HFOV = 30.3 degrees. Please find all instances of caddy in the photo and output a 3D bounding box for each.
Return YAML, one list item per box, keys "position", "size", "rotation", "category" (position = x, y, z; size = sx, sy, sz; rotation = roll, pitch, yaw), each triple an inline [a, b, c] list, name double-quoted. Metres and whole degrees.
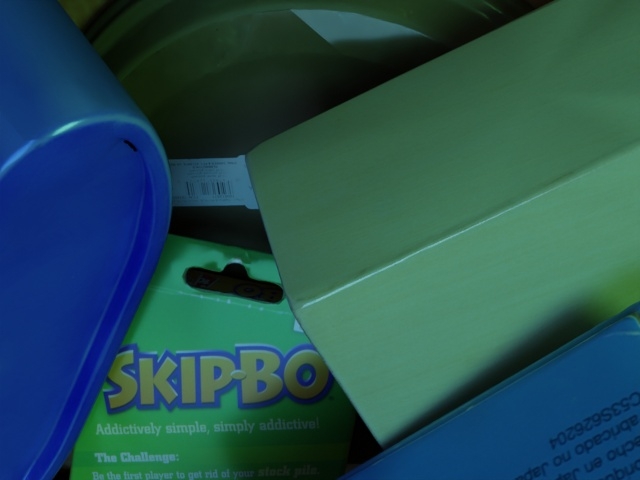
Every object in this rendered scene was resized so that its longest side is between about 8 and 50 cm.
- position: [-0.211, 0.008, 0.453]
  size: [0.179, 0.241, 0.341]
  rotation: [47, 127, 25]
  category: "caddy"

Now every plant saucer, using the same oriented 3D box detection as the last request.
- position: [0.000, 0.000, 0.535]
  size: [0.278, 0.041, 0.278]
  rotation: [5, 121, 8]
  category: "plant saucer"

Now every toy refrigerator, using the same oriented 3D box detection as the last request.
- position: [0.119, -0.034, 0.419]
  size: [0.269, 0.094, 0.102]
  rotation: [-26, 134, 6]
  category: "toy refrigerator"

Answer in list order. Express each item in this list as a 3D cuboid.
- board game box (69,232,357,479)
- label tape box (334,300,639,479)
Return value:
- position: [-0.054, 0.120, 0.548]
  size: [0.124, 0.039, 0.259]
  rotation: [11, 112, 3]
  category: "board game box"
- position: [0.131, 0.176, 0.494]
  size: [0.240, 0.106, 0.334]
  rotation: [-35, 137, 26]
  category: "label tape box"
